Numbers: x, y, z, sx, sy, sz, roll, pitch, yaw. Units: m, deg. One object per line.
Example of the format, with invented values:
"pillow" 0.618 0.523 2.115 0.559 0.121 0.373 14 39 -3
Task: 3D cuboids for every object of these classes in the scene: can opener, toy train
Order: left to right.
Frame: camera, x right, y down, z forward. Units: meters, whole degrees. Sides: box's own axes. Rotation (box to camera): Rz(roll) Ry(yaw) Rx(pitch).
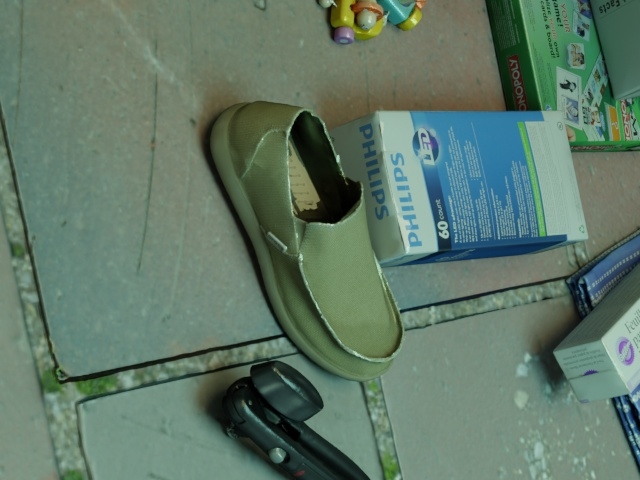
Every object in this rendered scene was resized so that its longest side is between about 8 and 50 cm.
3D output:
"can opener" -0.015 0.173 1.371 0.186 0.073 0.059 51 42 -31
"toy train" 0.043 -0.251 1.548 0.166 0.046 0.125 -13 88 -43

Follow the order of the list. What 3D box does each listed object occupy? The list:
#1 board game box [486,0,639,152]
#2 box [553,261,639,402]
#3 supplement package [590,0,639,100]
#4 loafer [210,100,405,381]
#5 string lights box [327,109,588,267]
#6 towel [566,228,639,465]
"board game box" 0.261 -0.251 1.746 0.213 0.046 0.317 -3 80 -43
"box" 0.348 0.056 1.684 0.324 0.067 0.063 -38 102 -45
"supplement package" 0.379 -0.313 1.687 0.177 0.175 0.293 -13 86 -22
"loafer" 0.000 0.000 1.407 0.102 0.092 0.268 -40 106 -41
"string lights box" 0.132 -0.050 1.551 0.259 0.076 0.133 -4 80 -43
"towel" 0.396 0.149 1.760 0.243 0.040 0.336 -27 97 -44
